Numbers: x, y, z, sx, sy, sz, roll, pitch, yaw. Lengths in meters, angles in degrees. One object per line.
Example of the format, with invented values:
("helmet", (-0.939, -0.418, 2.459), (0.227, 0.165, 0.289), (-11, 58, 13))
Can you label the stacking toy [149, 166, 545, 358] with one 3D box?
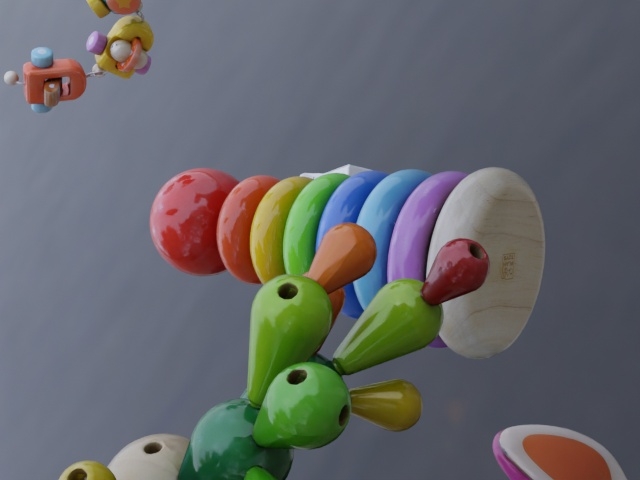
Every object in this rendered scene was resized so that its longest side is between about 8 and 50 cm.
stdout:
("stacking toy", (0.000, 0.000, 1.287), (0.330, 0.141, 0.141), (8, 73, 33))

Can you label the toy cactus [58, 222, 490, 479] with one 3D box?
("toy cactus", (-0.031, 0.089, 0.613), (0.180, 0.112, 0.219), (-36, 12, 50))

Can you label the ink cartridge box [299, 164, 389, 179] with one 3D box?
("ink cartridge box", (0.045, -0.010, 1.551), (0.090, 0.143, 0.092), (-18, 64, 59))

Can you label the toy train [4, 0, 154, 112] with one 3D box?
("toy train", (-0.197, -0.173, 1.386), (0.046, 0.125, 0.166), (-115, 29, -47))

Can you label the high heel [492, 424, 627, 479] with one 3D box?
("high heel", (0.326, 0.358, 1.990), (0.181, 0.377, 0.127), (-45, 16, 43))
